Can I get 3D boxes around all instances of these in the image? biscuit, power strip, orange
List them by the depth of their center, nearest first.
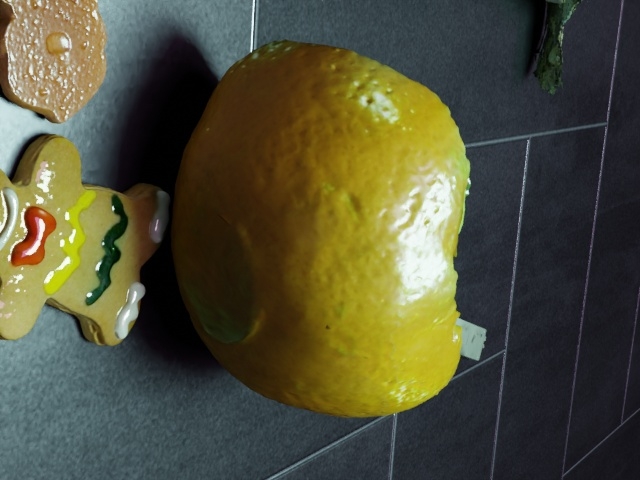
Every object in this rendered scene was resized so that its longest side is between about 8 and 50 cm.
[{"bbox_3d":[-0.197,-0.150,0.747,0.102,0.019,0.130,-37,129,-46],"label":"biscuit"},{"bbox_3d":[-0.202,0.001,0.778,0.240,0.035,0.158,20,81,-57],"label":"biscuit"},{"bbox_3d":[-0.005,0.004,0.864,0.196,0.263,0.334,-28,129,-55],"label":"orange"},{"bbox_3d":[0.200,0.137,1.442,0.136,0.019,0.050,23,80,-57],"label":"power strip"}]

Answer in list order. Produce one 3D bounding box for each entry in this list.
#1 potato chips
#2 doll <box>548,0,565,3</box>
[{"bbox_3d":[0.326,-0.315,1.397,0.202,0.029,0.219,-88,-175,-49],"label":"potato chips"},{"bbox_3d":[0.239,-0.351,1.253,0.221,0.115,0.105,-1,91,-55],"label":"doll"}]
